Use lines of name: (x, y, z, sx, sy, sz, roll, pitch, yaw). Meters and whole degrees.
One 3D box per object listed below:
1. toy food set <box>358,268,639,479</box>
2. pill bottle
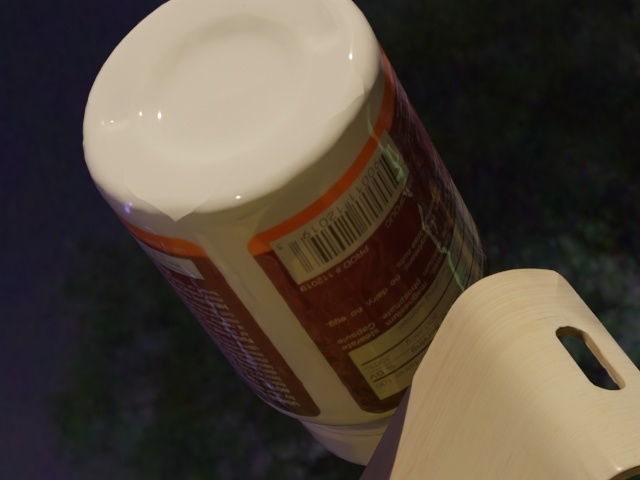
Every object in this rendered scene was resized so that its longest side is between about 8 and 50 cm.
toy food set: (0.113, 0.196, 1.277, 0.092, 0.220, 0.306, 14, -66, -27)
pill bottle: (0.000, 0.000, 1.501, 0.224, 0.224, 0.392, -22, -40, 9)
